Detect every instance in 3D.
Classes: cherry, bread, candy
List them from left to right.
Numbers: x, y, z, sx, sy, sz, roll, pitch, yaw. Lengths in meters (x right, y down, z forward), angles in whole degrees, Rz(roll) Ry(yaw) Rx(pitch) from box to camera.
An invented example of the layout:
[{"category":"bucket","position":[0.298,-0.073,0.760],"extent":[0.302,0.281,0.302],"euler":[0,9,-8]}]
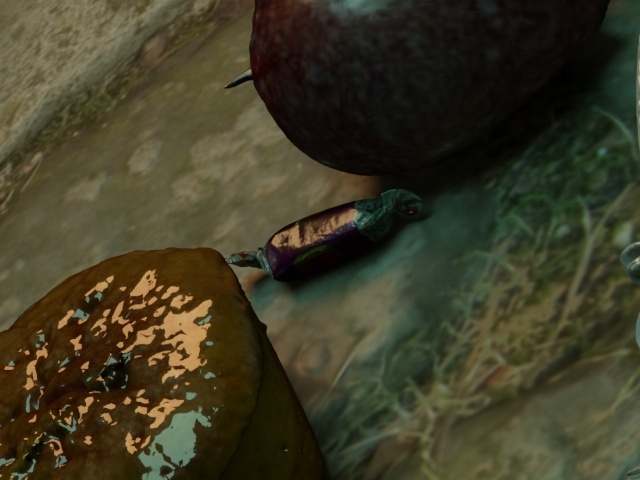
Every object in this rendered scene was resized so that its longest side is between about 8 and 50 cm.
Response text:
[{"category":"bread","position":[-0.141,0.152,1.281],"extent":[0.312,0.172,0.312],"euler":[-27,37,22]},{"category":"candy","position":[0.000,0.000,1.399],"extent":[0.175,0.045,0.043],"euler":[-22,58,24]},{"category":"cherry","position":[0.069,-0.170,1.382],"extent":[0.300,0.203,0.230],"euler":[-9,45,15]}]

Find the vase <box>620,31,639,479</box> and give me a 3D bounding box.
[{"category":"vase","position":[0.291,-0.015,1.037],"extent":[0.250,0.250,0.445],"euler":[-7,53,35]}]
